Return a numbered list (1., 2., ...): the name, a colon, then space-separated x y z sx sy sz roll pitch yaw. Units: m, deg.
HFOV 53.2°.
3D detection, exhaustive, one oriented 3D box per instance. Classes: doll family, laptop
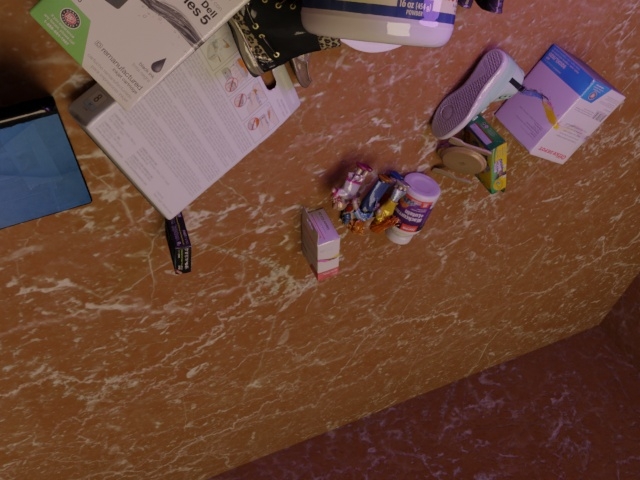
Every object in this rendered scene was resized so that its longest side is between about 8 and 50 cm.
1. doll family: 0.136 -0.091 1.623 0.263 0.118 0.163 6 122 -53
2. laptop: -0.601 -0.079 1.064 0.382 0.408 0.236 -19 110 -16

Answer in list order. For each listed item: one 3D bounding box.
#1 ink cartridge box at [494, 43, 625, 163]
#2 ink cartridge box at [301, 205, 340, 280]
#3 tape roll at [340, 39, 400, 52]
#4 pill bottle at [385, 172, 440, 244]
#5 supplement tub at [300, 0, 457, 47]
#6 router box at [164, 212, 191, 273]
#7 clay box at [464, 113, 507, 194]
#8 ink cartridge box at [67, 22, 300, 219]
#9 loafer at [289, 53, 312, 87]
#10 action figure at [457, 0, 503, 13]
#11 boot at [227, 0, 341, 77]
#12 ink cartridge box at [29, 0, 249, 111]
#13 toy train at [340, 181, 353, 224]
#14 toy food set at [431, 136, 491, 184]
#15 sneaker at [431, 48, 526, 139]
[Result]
1. ink cartridge box: 0.614 -0.346 1.655 0.171 0.168 0.232 8 130 -41
2. ink cartridge box: 0.000 0.000 1.691 0.067 0.115 0.198 -19 144 -15
3. tape roll: 0.120 -0.495 1.173 0.286 0.100 0.286 -19 143 -15
4. pill bottle: 0.248 -0.083 1.772 0.108 0.108 0.193 -8 140 -28
5. supplement tub: 0.099 -0.459 0.929 0.236 0.235 0.324 -6 113 -31
6. router box: -0.324 0.002 1.452 0.038 0.122 0.092 -9 140 -20
7. clay box: 0.446 -0.222 1.726 0.053 0.127 0.222 -28 145 -4
8. ink cartridge box: -0.243 -0.262 1.249 0.385 0.091 0.308 -44 146 -10
9. loafer: -0.039 -0.363 1.259 0.050 0.056 0.148 -24 145 2
10. action figure: 0.345 -0.590 1.226 0.185 0.099 0.285 -1 132 -25
11. boot: -0.075 -0.408 1.081 0.179 0.085 0.236 -13 128 11
12. ink cartridge box: -0.261 -0.366 0.973 0.273 0.114 0.198 -39 111 13
13. toy train: 0.074 -0.096 1.693 0.027 0.036 0.158 -18 144 -18
14. toy food set: 0.375 -0.220 1.686 0.133 0.038 0.192 21 160 2
15. sneaker: 0.398 -0.337 1.576 0.151 0.094 0.256 10 130 -45
